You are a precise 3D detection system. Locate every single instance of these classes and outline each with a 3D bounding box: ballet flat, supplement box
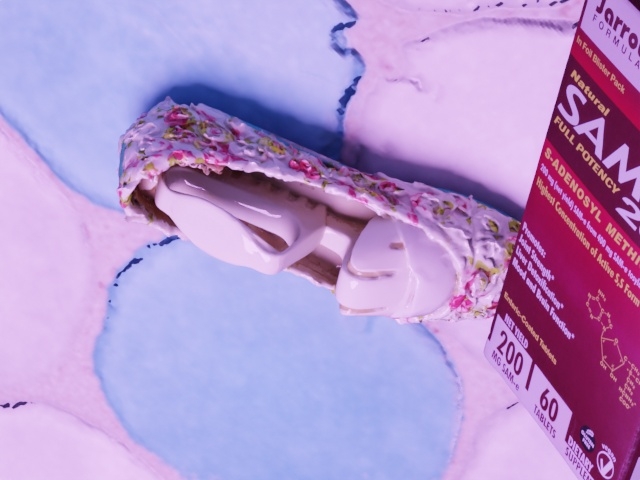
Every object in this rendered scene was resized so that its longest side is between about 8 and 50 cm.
[{"bbox_3d":[0.000,0.000,1.040,0.241,0.077,0.091,18,127,6],"label":"ballet flat"},{"bbox_3d":[0.160,0.000,0.942,0.073,0.130,0.239,-9,131,-26],"label":"supplement box"}]
